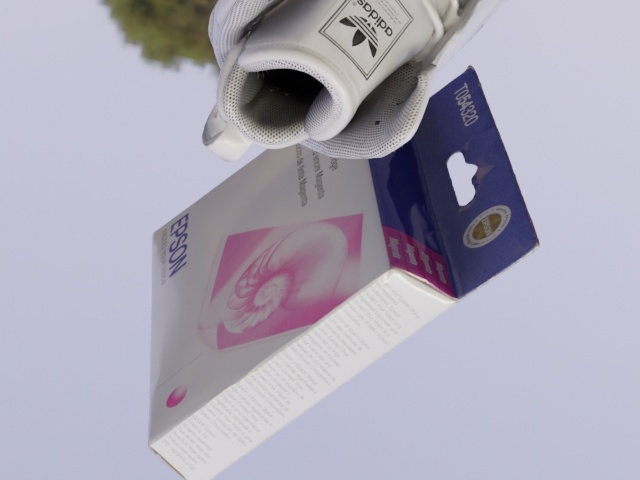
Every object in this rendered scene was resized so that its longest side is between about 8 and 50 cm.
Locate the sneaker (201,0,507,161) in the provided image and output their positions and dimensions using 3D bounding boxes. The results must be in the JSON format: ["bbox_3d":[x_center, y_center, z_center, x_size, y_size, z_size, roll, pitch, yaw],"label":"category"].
[{"bbox_3d":[0.079,-0.163,0.911,0.137,0.366,0.210,48,-141,-16],"label":"sneaker"}]

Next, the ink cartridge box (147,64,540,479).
[{"bbox_3d":[0.000,0.000,1.346,0.071,0.330,0.324,45,-163,-25],"label":"ink cartridge box"}]
